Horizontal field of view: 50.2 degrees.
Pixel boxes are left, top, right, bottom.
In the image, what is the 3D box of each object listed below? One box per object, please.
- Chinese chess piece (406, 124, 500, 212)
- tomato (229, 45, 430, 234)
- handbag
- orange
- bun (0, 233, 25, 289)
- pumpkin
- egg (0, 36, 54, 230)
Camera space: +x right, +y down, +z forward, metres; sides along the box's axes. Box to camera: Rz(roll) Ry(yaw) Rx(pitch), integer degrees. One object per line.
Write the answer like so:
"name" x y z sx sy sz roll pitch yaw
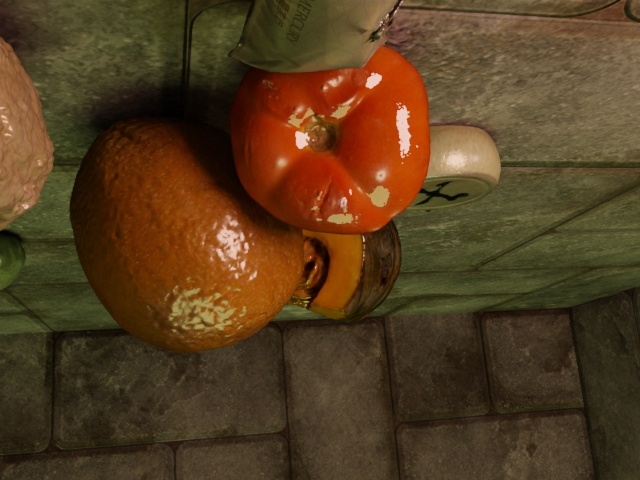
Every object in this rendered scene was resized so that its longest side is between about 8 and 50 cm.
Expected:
"Chinese chess piece" 0.202 -0.121 1.201 0.238 0.092 0.238 -5 166 -1
"tomato" 0.014 -0.127 0.857 0.260 0.259 0.180 -8 -176 15
"handbag" 0.022 -0.243 0.644 0.183 0.117 0.270 -9 166 -19
"orange" -0.197 -0.014 0.995 0.322 0.357 0.322 -36 171 -7
"bun" -0.771 0.054 1.516 0.213 0.126 0.204 4 162 -26
"pumpkin" 0.000 0.000 1.241 0.303 0.256 0.225 25 -177 14
"egg" -0.422 -0.116 0.698 0.279 0.279 0.310 -5 150 0
